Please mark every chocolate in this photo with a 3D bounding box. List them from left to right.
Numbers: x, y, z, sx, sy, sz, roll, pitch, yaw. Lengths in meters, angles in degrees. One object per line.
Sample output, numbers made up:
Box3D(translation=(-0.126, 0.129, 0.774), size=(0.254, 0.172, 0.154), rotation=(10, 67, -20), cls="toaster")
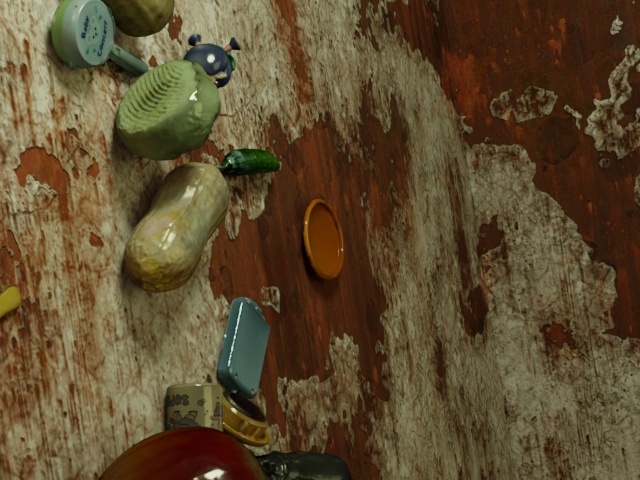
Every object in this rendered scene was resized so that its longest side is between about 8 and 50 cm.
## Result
Box3D(translation=(-0.243, -0.032, 1.800), size=(0.134, 0.134, 0.309), rotation=(65, 30, -30), cls="chocolate")

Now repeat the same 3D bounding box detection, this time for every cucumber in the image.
Box3D(translation=(-0.147, -0.161, 2.131), size=(0.250, 0.056, 0.056), rotation=(-13, 94, -67), cls="cucumber")

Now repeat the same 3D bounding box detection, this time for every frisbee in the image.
Box3D(translation=(0.000, 0.000, 2.408), size=(0.192, 0.035, 0.192), rotation=(33, 52, -57), cls="frisbee")

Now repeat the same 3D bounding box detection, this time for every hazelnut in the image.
Box3D(translation=(-0.190, 0.476, 1.539), size=(0.359, 0.359, 0.409), rotation=(-51, 132, -58), cls="hazelnut")

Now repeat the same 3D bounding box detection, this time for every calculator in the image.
Box3D(translation=(-0.149, 0.210, 2.024), size=(0.121, 0.039, 0.210), rotation=(50, 40, -45), cls="calculator")

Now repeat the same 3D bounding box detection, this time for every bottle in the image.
Box3D(translation=(-0.218, 0.350, 1.770), size=(0.110, 0.097, 0.209), rotation=(5, 75, -31), cls="bottle")

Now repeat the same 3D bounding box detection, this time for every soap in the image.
Box3D(translation=(-0.449, 0.092, 1.459), size=(0.089, 0.012, 0.034), rotation=(-44, 121, -60), cls="soap")

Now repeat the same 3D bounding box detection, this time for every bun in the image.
Box3D(translation=(-0.249, -0.211, 1.763), size=(0.118, 0.195, 0.195), rotation=(50, 39, -38), cls="bun")

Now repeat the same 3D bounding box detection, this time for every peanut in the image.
Box3D(translation=(-0.346, -0.442, 1.734), size=(0.122, 0.137, 0.253), rotation=(-49, 143, 0), cls="peanut")

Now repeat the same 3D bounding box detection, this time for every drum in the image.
Box3D(translation=(-0.362, -0.306, 1.729), size=(0.253, 0.049, 0.130), rotation=(56, 45, -60), cls="drum")

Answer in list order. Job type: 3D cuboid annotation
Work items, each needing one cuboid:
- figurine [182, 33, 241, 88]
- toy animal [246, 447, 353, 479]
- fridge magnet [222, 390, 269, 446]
Box3D(translation=(-0.220, -0.307, 1.962), size=(0.195, 0.111, 0.102), rotation=(-70, 163, -47), cls="figurine")
Box3D(translation=(-0.090, 0.441, 1.934), size=(0.343, 0.168, 0.106), rotation=(19, 66, -46), cls="toy animal")
Box3D(translation=(-0.151, 0.322, 1.885), size=(0.063, 0.143, 0.143), rotation=(-56, 152, 7), cls="fridge magnet")
